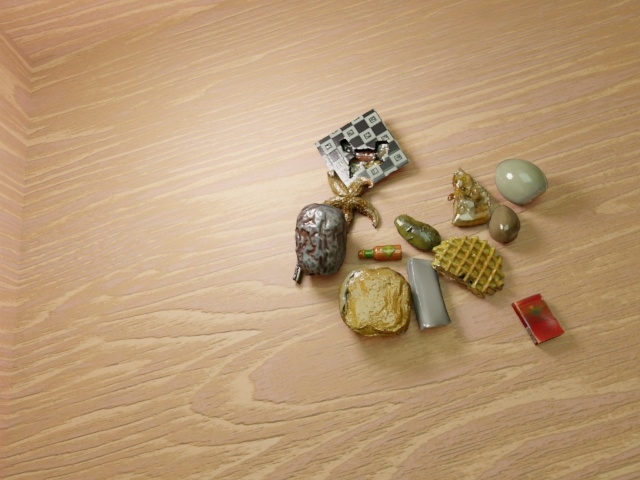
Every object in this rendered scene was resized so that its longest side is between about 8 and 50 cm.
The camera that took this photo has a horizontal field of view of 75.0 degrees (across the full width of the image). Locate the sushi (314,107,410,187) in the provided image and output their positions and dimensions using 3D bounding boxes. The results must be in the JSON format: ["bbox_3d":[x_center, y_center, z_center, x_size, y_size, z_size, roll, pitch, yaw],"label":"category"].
[{"bbox_3d":[0.200,-0.416,2.034,0.343,0.064,0.359,-30,69,6],"label":"sushi"}]

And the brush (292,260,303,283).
[{"bbox_3d":[-0.078,0.073,1.863,0.036,0.043,0.247,6,66,19],"label":"brush"}]

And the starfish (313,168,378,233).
[{"bbox_3d":[0.114,-0.168,1.905,0.312,0.113,0.303,4,84,8],"label":"starfish"}]

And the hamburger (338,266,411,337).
[{"bbox_3d":[0.217,0.249,1.672,0.319,0.158,0.318,-3,65,6],"label":"hamburger"}]

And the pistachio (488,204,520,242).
[{"bbox_3d":[0.780,-0.070,1.771,0.126,0.108,0.185,-10,52,37],"label":"pistachio"}]

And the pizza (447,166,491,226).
[{"bbox_3d":[0.663,-0.198,1.863,0.189,0.071,0.296,1,65,10],"label":"pizza"}]

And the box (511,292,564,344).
[{"bbox_3d":[0.838,0.302,1.616,0.112,0.048,0.175,-21,64,0],"label":"box"}]

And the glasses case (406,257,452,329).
[{"bbox_3d":[0.433,0.218,1.695,0.128,0.083,0.308,-2,59,-6],"label":"glasses case"}]

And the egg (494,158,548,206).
[{"bbox_3d":[0.854,-0.261,1.799,0.183,0.183,0.217,-33,75,-7],"label":"egg"}]

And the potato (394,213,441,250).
[{"bbox_3d":[0.418,-0.035,1.813,0.226,0.090,0.117,34,74,20],"label":"potato"}]

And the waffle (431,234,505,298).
[{"bbox_3d":[0.613,0.103,1.710,0.310,0.065,0.283,-9,68,-6],"label":"waffle"}]

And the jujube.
[{"bbox_3d":[0.000,0.000,1.769,0.226,0.226,0.316,5,92,11],"label":"jujube"}]

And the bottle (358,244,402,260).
[{"bbox_3d":[0.257,0.056,1.807,0.187,0.069,0.069,-5,65,8],"label":"bottle"}]
